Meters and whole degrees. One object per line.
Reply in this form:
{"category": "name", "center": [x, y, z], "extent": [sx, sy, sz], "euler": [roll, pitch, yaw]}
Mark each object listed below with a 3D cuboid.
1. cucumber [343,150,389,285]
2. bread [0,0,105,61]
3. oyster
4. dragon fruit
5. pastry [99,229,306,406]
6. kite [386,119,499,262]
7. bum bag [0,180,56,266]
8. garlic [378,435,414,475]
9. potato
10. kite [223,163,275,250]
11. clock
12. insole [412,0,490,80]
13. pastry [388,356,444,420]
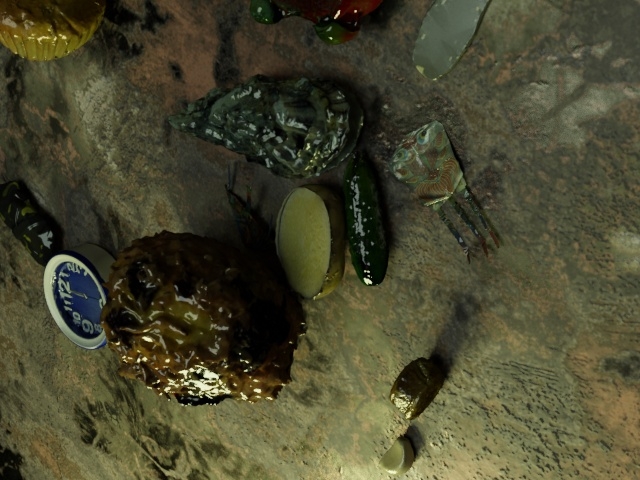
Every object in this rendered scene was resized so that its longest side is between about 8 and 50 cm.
{"category": "cucumber", "center": [0.073, -0.035, 1.457], "extent": [0.069, 0.069, 0.228], "euler": [0, 103, 39]}
{"category": "bread", "center": [-0.526, -0.438, 1.673], "extent": [0.240, 0.240, 0.139], "euler": [43, 139, 18]}
{"category": "oyster", "center": [-0.094, -0.194, 1.485], "extent": [0.350, 0.158, 0.162], "euler": [7, 77, 24]}
{"category": "dragon fruit", "center": [0.004, -0.432, 1.311], "extent": [0.295, 0.130, 0.268], "euler": [-36, 83, 41]}
{"category": "pastry", "center": [-0.196, 0.146, 1.567], "extent": [0.337, 0.405, 0.293], "euler": [16, 80, 3]}
{"category": "kite", "center": [0.193, -0.068, 1.381], "extent": [0.127, 0.016, 0.229], "euler": [-37, 79, 44]}
{"category": "bum bag", "center": [-0.684, -0.048, 2.060], "extent": [0.232, 0.060, 0.107], "euler": [47, 121, 12]}
{"category": "garlic", "center": [0.139, 0.388, 1.584], "extent": [0.053, 0.041, 0.083], "euler": [45, 122, 33]}
{"category": "potato", "center": [0.000, 0.000, 1.516], "extent": [0.164, 0.081, 0.201], "euler": [29, 122, 47]}
{"category": "kite", "center": [-0.135, -0.038, 1.631], "extent": [0.183, 0.010, 0.160], "euler": [48, 146, 34]}
{"category": "clock", "center": [-0.516, 0.124, 1.981], "extent": [0.230, 0.083, 0.231], "euler": [18, 119, 35]}
{"category": "insole", "center": [0.204, -0.337, 1.267], "extent": [0.081, 0.011, 0.248], "euler": [43, 128, 14]}
{"category": "pastry", "center": [0.159, 0.245, 1.471], "extent": [0.057, 0.097, 0.109], "euler": [37, 126, 23]}
